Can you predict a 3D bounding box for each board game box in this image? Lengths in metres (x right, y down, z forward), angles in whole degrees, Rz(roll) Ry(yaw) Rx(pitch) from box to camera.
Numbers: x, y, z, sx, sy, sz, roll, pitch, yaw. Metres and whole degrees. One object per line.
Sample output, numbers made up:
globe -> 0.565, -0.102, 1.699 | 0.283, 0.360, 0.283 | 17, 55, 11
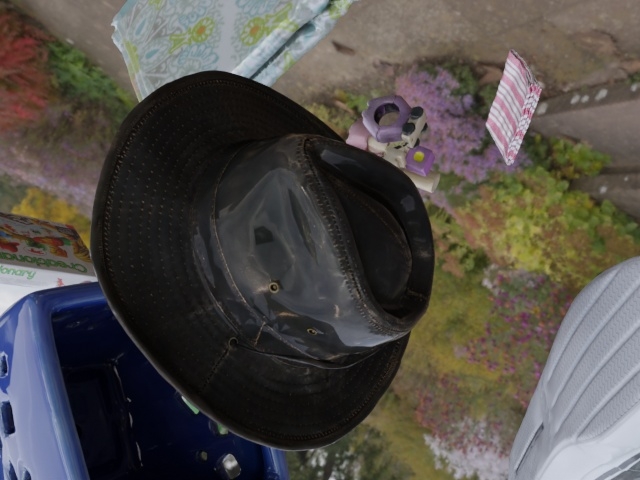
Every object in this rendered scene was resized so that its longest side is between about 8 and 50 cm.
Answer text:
board game box -> -0.600, 0.016, 1.281 | 0.193, 0.053, 0.305 | 45, -163, 33

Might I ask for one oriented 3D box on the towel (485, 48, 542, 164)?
towel -> 0.392, -0.276, 1.338 | 0.029, 0.144, 0.197 | -1, 135, -9

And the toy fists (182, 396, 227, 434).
toy fists -> -0.145, 0.205, 0.970 | 0.096, 0.142, 0.279 | 26, 176, 6

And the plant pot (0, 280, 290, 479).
plant pot -> -0.200, 0.172, 0.611 | 0.212, 0.236, 0.236 | -21, 170, 33

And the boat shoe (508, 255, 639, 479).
boat shoe -> 0.242, 0.129, 0.498 | 0.119, 0.121, 0.335 | 7, 141, 3

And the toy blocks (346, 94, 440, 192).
toy blocks -> 0.039, -0.106, 1.191 | 0.260, 0.288, 0.309 | 25, 172, 21

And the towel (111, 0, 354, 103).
towel -> -0.149, -0.339, 0.977 | 0.090, 0.374, 0.320 | 24, -148, -54

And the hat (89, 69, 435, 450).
hat -> 0.000, 0.000, 0.506 | 0.331, 0.331, 0.134 | 30, 150, -32
